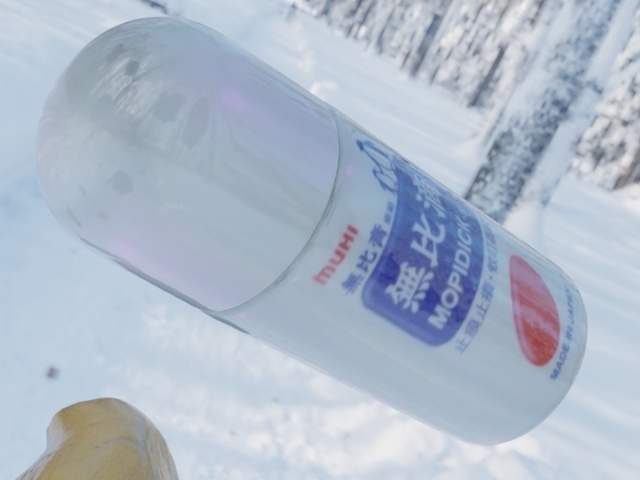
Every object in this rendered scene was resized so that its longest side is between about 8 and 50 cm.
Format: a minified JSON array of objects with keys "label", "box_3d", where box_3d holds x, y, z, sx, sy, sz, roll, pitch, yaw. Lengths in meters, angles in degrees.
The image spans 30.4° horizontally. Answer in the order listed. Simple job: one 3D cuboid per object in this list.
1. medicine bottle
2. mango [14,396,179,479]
[{"label":"medicine bottle","box_3d":[0.000,0.000,0.644,0.341,0.130,0.130,31,4,-36]},{"label":"mango","box_3d":[-0.233,0.281,1.209,0.186,0.144,0.359,14,25,2]}]
